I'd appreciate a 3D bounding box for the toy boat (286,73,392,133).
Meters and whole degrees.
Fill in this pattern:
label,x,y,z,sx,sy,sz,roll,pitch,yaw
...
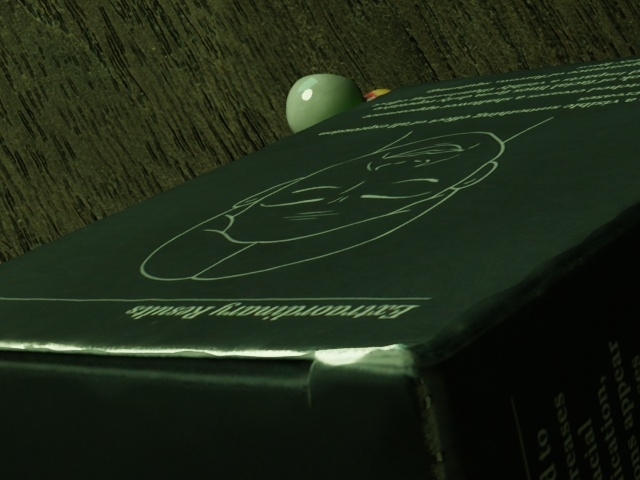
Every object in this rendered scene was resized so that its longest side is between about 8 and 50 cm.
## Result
label,x,y,z,sx,sy,sz,roll,pitch,yaw
toy boat,0.000,0.000,1.172,0.148,0.267,0.318,10,-62,-23

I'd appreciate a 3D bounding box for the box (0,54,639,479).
label,x,y,z,sx,sy,sz,roll,pitch,yaw
box,0.061,0.064,0.572,0.293,0.212,0.395,-1,18,42
